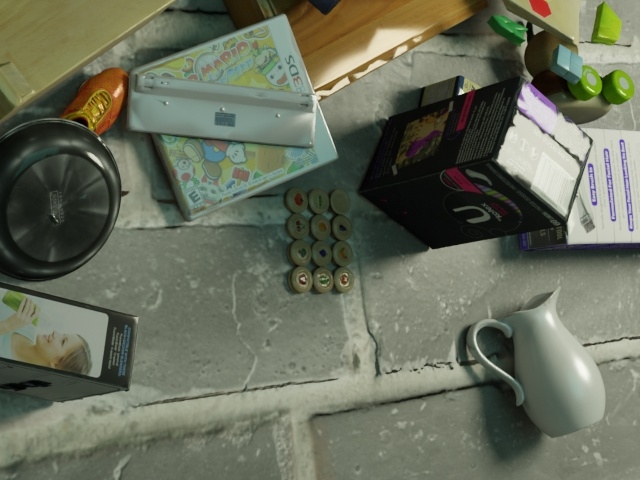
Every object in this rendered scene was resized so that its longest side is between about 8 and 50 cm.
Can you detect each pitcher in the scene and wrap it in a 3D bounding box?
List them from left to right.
[{"bbox_3d":[0.323,0.194,2.063,0.178,0.125,0.207,-20,84,-18],"label":"pitcher"}]

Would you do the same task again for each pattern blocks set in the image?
[{"bbox_3d":[0.338,-0.387,2.101,0.285,0.026,0.324,35,46,-9],"label":"pattern blocks set"}]

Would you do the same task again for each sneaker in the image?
[{"bbox_3d":[-0.280,-0.147,1.664,0.064,0.067,0.175,48,55,-20],"label":"sneaker"}]

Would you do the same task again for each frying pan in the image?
[{"bbox_3d":[-0.362,-0.053,1.556,0.326,0.053,0.197,12,98,-40],"label":"frying pan"}]

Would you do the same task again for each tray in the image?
[{"bbox_3d":[0.058,-0.350,1.965,0.411,0.076,0.202,-33,103,-36],"label":"tray"}]

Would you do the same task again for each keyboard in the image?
[{"bbox_3d":[-0.122,-0.164,1.754,0.256,0.014,0.072,4,95,-25],"label":"keyboard"}]

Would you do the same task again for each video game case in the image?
[{"bbox_3d":[-0.110,-0.160,1.782,0.227,0.026,0.206,-24,99,-20],"label":"video game case"}]

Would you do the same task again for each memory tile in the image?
[{"bbox_3d":[0.000,0.000,1.895,0.113,0.012,0.148,3,80,-38],"label":"memory tile"}]

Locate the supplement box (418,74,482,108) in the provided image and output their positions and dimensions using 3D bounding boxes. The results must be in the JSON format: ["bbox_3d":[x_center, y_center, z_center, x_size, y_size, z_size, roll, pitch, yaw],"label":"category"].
[{"bbox_3d":[0.203,-0.196,2.045,0.083,0.083,0.056,25,68,-33],"label":"supplement box"}]

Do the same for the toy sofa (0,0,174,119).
[{"bbox_3d":[-0.308,-0.271,1.601,0.362,0.177,0.150,-42,103,-35],"label":"toy sofa"}]

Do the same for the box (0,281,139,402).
[{"bbox_3d":[-0.364,0.102,1.491,0.290,0.169,0.087,18,69,-34],"label":"box"}]

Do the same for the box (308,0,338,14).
[{"bbox_3d":[-0.002,-0.502,1.747,0.296,0.294,0.182,40,53,-4],"label":"box"}]

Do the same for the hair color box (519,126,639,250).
[{"bbox_3d":[0.464,-0.080,2.219,0.339,0.110,0.185,0,83,-40],"label":"hair color box"}]

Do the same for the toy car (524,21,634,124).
[{"bbox_3d":[0.378,-0.280,2.168,0.149,0.155,0.188,1,69,-38],"label":"toy car"}]

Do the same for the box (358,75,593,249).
[{"bbox_3d":[0.213,-0.100,1.915,0.165,0.270,0.143,36,62,-28],"label":"box"}]
